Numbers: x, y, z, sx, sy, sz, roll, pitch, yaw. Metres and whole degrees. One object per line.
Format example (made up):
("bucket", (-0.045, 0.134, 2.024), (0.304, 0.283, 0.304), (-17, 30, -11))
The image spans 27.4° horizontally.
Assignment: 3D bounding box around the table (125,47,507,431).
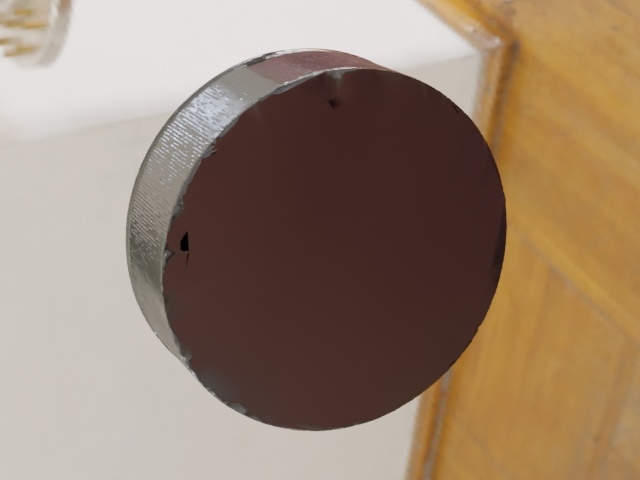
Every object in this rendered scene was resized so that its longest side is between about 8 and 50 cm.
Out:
("table", (0.000, 0.000, 0.472), (0.043, 0.133, 0.133), (-146, 48, -61))
